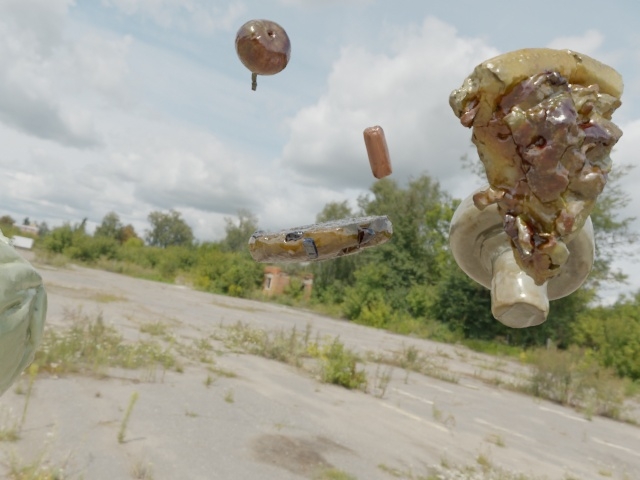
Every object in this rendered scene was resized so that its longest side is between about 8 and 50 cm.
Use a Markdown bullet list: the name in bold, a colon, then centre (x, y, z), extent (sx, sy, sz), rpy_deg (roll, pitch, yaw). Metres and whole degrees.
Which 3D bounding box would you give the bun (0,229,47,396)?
- **bun**: centre (-0.390, 0.062, 0.520), extent (0.159, 0.260, 0.259), rpy_deg (-26, 11, -26)

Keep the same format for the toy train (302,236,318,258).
- **toy train**: centre (-0.015, 0.010, 0.751), extent (0.017, 0.017, 0.083), rpy_deg (1, -18, 6)

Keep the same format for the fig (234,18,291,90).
- **fig**: centre (-0.156, -0.525, 1.332), extent (0.149, 0.148, 0.202), rpy_deg (-23, 8, -1)

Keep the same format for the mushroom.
- **mushroom**: centre (0.283, 0.023, 0.704), extent (0.206, 0.209, 0.206), rpy_deg (24, -9, 4)

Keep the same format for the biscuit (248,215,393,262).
- **biscuit**: centre (0.000, 0.002, 0.947), extent (0.295, 0.075, 0.296), rpy_deg (-8, 5, 1)

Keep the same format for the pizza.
- **pizza**: centre (0.185, -0.058, 0.391), extent (0.153, 0.194, 0.069), rpy_deg (-5, 3, -23)

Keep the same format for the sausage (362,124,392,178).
- **sausage**: centre (0.089, -0.137, 0.748), extent (0.034, 0.083, 0.034), rpy_deg (-15, 25, 7)
